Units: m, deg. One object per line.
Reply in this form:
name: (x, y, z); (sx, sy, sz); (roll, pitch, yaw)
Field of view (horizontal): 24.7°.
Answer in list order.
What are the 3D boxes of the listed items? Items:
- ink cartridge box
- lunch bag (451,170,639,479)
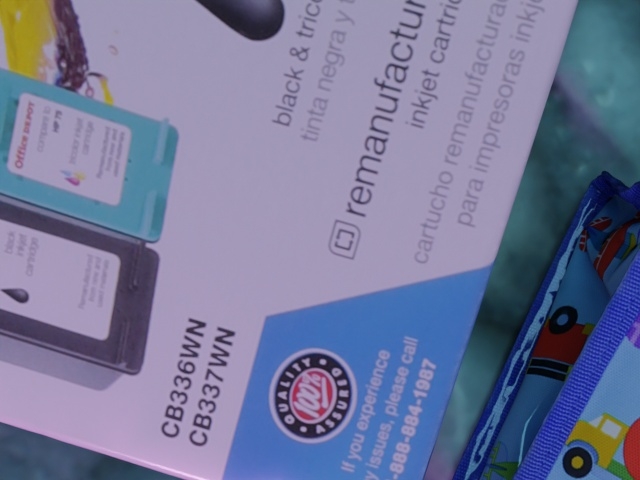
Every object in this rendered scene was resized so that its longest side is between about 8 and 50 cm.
ink cartridge box: (-0.065, -0.059, 0.513); (0.270, 0.197, 0.198); (16, 111, 3)
lunch bag: (0.160, 0.149, 0.594); (0.221, 0.138, 0.293); (27, 90, -4)
